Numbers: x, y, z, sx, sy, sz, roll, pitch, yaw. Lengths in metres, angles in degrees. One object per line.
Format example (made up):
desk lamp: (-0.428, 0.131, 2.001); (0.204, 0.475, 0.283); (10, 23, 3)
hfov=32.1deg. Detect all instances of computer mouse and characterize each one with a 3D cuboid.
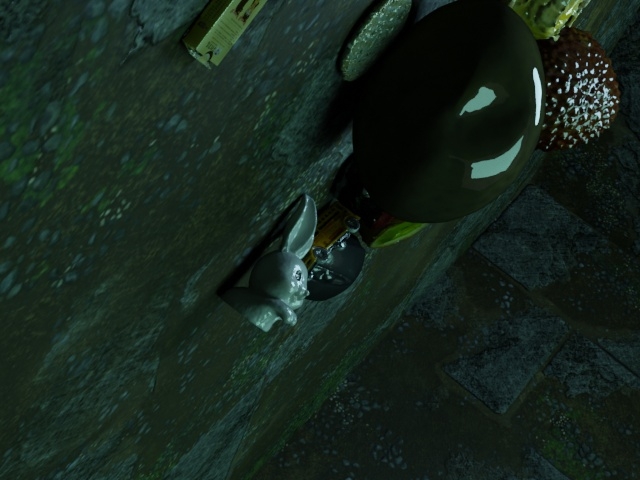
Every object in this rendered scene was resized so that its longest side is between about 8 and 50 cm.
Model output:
computer mouse: (0.026, 0.054, 2.180); (0.138, 0.086, 0.269); (-55, 166, 13)

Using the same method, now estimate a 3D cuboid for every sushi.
sushi: (0.128, -0.125, 1.957); (0.225, 0.126, 0.136); (-36, 163, -33)

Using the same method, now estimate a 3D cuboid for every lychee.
lychee: (0.474, -0.317, 2.302); (0.275, 0.304, 0.276); (-166, -90, -78)

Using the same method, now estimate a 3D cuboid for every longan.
longan: (0.193, -0.187, 1.645); (0.350, 0.288, 0.288); (-63, 166, 8)

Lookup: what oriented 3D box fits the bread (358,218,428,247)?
bread: (0.181, -0.060, 2.260); (0.236, 0.070, 0.236); (-26, 171, -5)

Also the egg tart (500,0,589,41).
egg tart: (0.443, -0.477, 2.069); (0.315, 0.120, 0.315); (-48, 169, -13)

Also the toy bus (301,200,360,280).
toy bus: (0.000, 0.000, 1.950); (0.162, 0.074, 0.069); (-43, 173, -44)

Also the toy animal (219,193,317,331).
toy animal: (-0.048, 0.045, 1.798); (0.221, 0.130, 0.104); (-52, 154, -8)

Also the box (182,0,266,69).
box: (-0.078, -0.238, 1.096); (0.149, 0.020, 0.073); (-52, 169, 3)

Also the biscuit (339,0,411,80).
biscuit: (0.075, -0.281, 1.526); (0.152, 0.020, 0.152); (-47, 167, -14)
